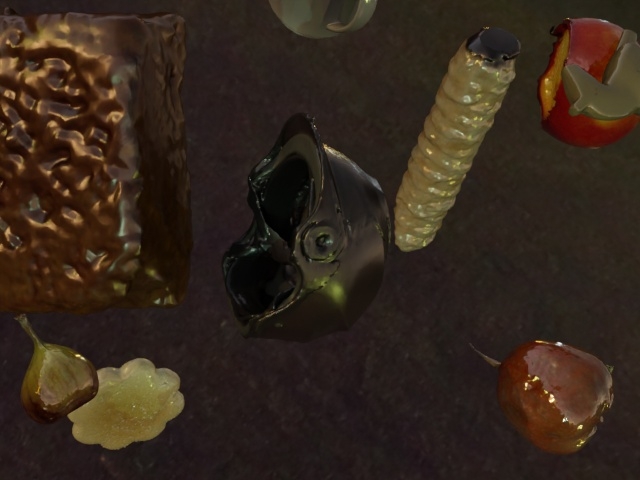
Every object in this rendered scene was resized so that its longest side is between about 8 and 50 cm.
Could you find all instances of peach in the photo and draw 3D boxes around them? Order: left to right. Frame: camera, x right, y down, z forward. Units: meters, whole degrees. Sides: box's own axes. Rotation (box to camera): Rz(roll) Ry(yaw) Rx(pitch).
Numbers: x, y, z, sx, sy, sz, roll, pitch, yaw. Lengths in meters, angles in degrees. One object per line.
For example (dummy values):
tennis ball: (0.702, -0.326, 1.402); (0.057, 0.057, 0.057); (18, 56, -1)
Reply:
peach: (0.442, -0.267, 1.237); (0.226, 0.190, 0.196); (40, -5, -33)

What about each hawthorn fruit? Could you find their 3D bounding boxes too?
hawthorn fruit: (0.295, 0.204, 0.980); (0.189, 0.149, 0.149); (11, 39, 2)

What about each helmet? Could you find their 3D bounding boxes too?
helmet: (0.000, 0.000, 0.954); (0.177, 0.305, 0.225); (16, 22, -25)

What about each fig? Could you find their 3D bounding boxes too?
fig: (-0.550, 0.262, 1.515); (0.143, 0.231, 0.160); (14, 26, 41)

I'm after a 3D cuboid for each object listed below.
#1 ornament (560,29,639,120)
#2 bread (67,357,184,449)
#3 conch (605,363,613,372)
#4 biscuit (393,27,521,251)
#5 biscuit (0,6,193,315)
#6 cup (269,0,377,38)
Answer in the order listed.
ornament: (0.464, -0.222, 1.060); (0.230, 0.061, 0.245); (30, 56, 2)
bread: (-0.502, 0.435, 1.904); (0.316, 0.316, 0.054); (11, 28, -35)
conch: (0.532, 0.284, 1.459); (0.074, 0.121, 0.089); (57, 5, 23)
biscuit: (0.111, -0.082, 0.645); (0.055, 0.219, 0.061); (29, 44, 13)
biscuit: (-0.342, -0.101, 0.950); (0.342, 0.395, 0.166); (3, 13, 14)
cup: (0.031, -0.611, 1.695); (0.237, 0.327, 0.323); (-14, 72, -22)
